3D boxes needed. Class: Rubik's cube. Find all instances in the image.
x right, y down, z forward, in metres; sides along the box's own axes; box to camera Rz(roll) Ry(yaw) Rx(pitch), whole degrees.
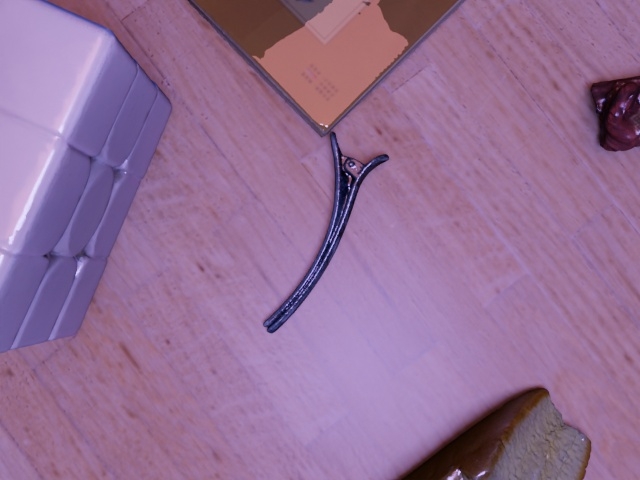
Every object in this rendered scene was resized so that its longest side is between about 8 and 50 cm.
[{"bbox_3d":[-0.344,-0.085,0.757,0.291,0.290,0.291,22,88,0],"label":"Rubik's cube"}]

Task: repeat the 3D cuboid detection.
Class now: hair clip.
[{"bbox_3d":[0.000,0.000,0.881,0.070,0.039,0.230,23,89,-1],"label":"hair clip"}]

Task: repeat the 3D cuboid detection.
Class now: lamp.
[{"bbox_3d":[0.420,-0.135,0.821,0.215,0.223,0.151,-31,108,-11],"label":"lamp"}]

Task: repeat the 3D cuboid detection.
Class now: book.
[{"bbox_3d":[0.048,-0.340,0.899,0.389,0.032,0.269,-43,87,-2],"label":"book"}]

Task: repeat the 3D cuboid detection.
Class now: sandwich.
[{"bbox_3d":[0.175,0.259,0.829,0.235,0.128,0.122,-40,96,-1],"label":"sandwich"}]
